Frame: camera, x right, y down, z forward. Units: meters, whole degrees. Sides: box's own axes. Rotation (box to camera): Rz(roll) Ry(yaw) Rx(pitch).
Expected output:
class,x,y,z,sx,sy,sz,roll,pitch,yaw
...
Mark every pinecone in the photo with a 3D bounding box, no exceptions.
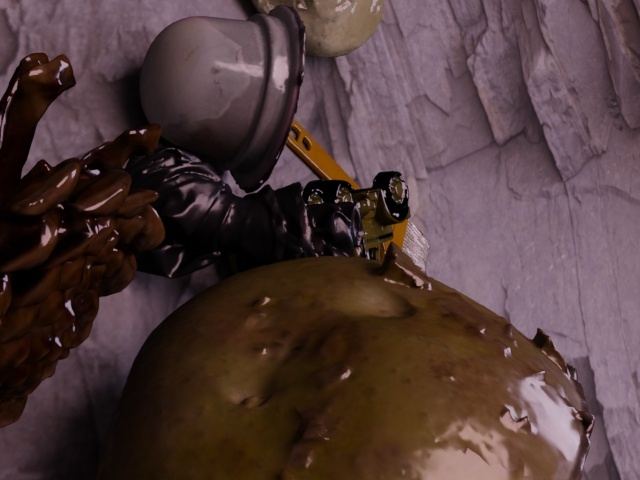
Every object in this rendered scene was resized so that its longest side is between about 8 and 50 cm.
class,x,y,z,sx,sy,sz,roll,pitch,yaw
pinecone,-0.314,-0.028,1.011,0.384,0.384,0.384,33,43,-37

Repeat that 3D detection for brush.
class,x,y,z,sx,sy,sz,roll,pitch,yaw
brush,0.044,-0.050,1.801,0.272,0.013,0.103,45,37,-24

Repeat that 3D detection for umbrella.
class,x,y,z,sx,sy,sz,roll,pitch,yaw
umbrella,-0.097,-0.018,1.428,0.272,0.122,0.110,15,36,-4

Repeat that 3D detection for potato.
class,x,y,z,sx,sy,sz,roll,pitch,yaw
potato,-0.013,0.180,1.236,0.319,0.385,0.442,39,28,-8

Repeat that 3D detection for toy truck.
class,x,y,z,sx,sy,sz,roll,pitch,yaw
toy truck,0.000,-0.005,1.617,0.257,0.127,0.127,-22,100,-58

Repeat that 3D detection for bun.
class,x,y,z,sx,sy,sz,roll,pitch,yaw
bun,0.004,-0.332,1.835,0.220,0.134,0.220,34,41,-36

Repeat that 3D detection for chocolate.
class,x,y,z,sx,sy,sz,roll,pitch,yaw
chocolate,-0.113,-0.164,1.548,0.147,0.221,0.221,16,50,-16
